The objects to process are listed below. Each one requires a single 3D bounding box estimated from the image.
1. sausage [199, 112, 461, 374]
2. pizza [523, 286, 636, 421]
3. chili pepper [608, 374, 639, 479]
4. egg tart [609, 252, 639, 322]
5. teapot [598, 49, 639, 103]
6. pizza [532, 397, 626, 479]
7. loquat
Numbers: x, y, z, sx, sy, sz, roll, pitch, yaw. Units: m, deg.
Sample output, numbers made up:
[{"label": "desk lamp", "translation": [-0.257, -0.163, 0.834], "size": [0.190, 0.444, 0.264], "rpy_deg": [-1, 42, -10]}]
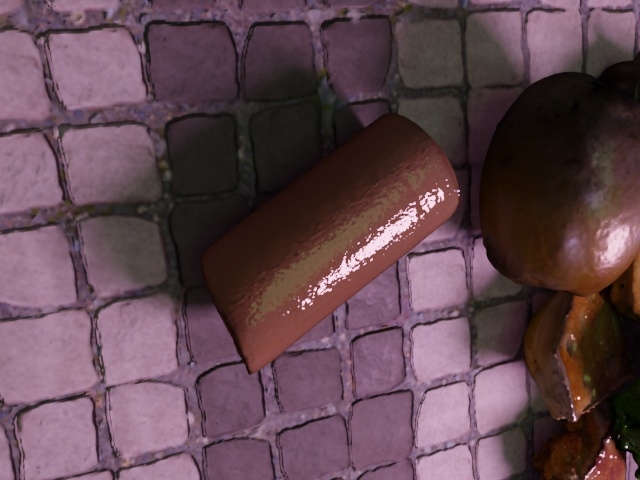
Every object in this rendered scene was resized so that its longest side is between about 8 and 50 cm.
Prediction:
[{"label": "sausage", "translation": [0.000, 0.000, 0.568], "size": [0.253, 0.123, 0.123], "rpy_deg": [-37, 110, -12]}, {"label": "pizza", "translation": [0.297, 0.101, 0.734], "size": [0.188, 0.081, 0.204], "rpy_deg": [-21, 97, -41]}, {"label": "chili pepper", "translation": [0.505, 0.208, 0.736], "size": [0.385, 0.167, 0.213], "rpy_deg": [-6, 96, -33]}, {"label": "egg tart", "translation": [0.441, -0.027, 0.738], "size": [0.291, 0.107, 0.290], "rpy_deg": [-13, 117, -28]}, {"label": "teapot", "translation": [0.377, -0.167, 0.714], "size": [0.076, 0.068, 0.121], "rpy_deg": [-22, 107, -17]}, {"label": "pizza", "translation": [0.321, 0.340, 0.775], "size": [0.161, 0.086, 0.305], "rpy_deg": [6, 95, -39]}, {"label": "loquat", "translation": [0.250, -0.057, 0.624], "size": [0.179, 0.179, 0.227], "rpy_deg": [4, 93, -22]}]
